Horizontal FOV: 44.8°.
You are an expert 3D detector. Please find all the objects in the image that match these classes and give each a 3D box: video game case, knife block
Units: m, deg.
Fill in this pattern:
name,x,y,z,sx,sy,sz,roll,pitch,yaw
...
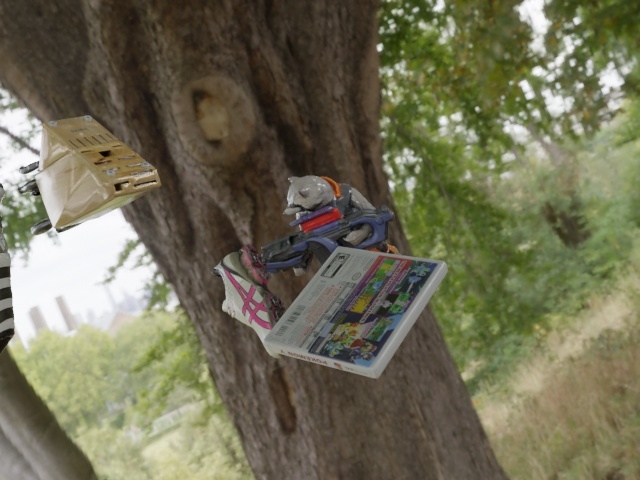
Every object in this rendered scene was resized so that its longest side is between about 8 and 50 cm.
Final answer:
name,x,y,z,sx,sy,sz,roll,pitch,yaw
video game case,0.048,0.088,1.044,0.183,0.023,0.201,8,44,38
knife block,-0.388,-0.065,1.264,0.088,0.275,0.242,-21,-43,-44

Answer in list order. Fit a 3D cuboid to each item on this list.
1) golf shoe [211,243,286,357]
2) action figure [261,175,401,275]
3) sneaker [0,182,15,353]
name,x,y,z,sx,sy,sz,roll,pitch,yaw
golf shoe,-0.103,0.102,1.190,0.085,0.186,0.067,-30,-23,10
action figure,0.000,0.000,1.554,0.341,0.330,0.179,-15,45,14
sneaker,-0.540,0.095,0.833,0.447,0.258,0.169,-12,-5,9
